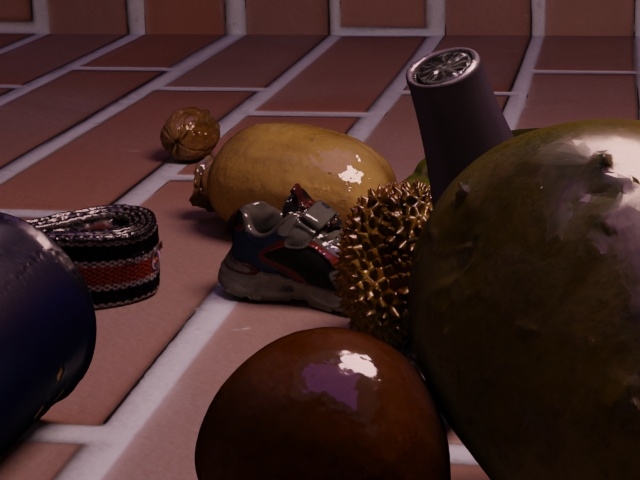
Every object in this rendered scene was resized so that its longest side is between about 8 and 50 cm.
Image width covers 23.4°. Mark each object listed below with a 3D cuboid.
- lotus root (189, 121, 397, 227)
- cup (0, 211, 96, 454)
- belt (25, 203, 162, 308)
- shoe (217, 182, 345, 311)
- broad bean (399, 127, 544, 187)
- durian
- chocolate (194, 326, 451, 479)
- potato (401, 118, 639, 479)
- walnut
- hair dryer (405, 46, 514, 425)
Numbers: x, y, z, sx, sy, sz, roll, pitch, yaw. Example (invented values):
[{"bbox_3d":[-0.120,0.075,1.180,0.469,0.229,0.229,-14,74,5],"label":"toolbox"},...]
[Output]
[{"bbox_3d":[-0.032,-0.070,1.796,0.303,0.130,0.146,9,23,40],"label":"lotus root"},{"bbox_3d":[-0.320,0.128,1.171,0.178,0.255,0.256,38,23,0],"label":"cup"},{"bbox_3d":[-0.328,0.032,1.539,0.360,0.094,0.126,-9,16,-28],"label":"belt"},{"bbox_3d":[0.000,0.000,1.571,0.228,0.125,0.099,3,14,22],"label":"shoe"},{"bbox_3d":[0.220,-0.065,1.796,0.238,0.119,0.291,-1,10,36],"label":"broad bean"},{"bbox_3d":[0.088,0.023,1.440,0.137,0.168,0.158,-19,-23,40],"label":"durian"},{"bbox_3d":[0.005,0.143,1.002,0.177,0.176,0.177,-1,16,0],"label":"chocolate"},{"bbox_3d":[0.215,0.076,1.003,0.270,0.219,0.359,-33,46,1],"label":"potato"},{"bbox_3d":[-0.187,-0.153,2.217,0.079,0.082,0.096,33,27,4],"label":"walnut"},{"bbox_3d":[0.093,0.054,1.225,0.121,0.301,0.361,1,39,32],"label":"hair dryer"}]
